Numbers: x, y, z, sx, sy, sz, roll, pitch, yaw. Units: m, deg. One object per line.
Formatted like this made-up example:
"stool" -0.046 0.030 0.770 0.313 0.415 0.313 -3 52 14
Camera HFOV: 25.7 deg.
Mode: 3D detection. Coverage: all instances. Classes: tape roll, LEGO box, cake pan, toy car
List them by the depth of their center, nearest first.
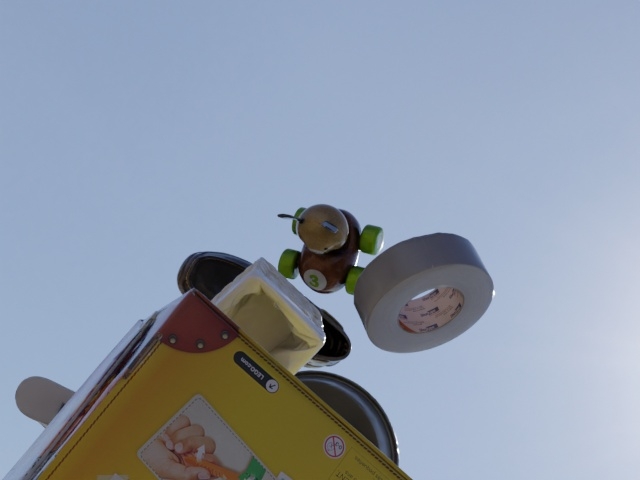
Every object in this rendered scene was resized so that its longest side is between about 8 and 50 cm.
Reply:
"LEGO box" -0.074 0.354 1.318 0.500 0.372 0.193 42 -23 -8
"cake pan" -0.023 0.350 2.233 0.293 0.293 0.054 37 0 17
"tape roll" 0.165 0.086 2.256 0.219 0.219 0.072 94 -21 -48
"toy car" 0.000 0.000 2.328 0.155 0.149 0.188 14 -12 19

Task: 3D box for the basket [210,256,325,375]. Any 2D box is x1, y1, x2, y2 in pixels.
"basket" -0.085 0.112 1.533 0.167 0.103 0.113 -43 -83 13

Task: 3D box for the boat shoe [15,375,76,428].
"boat shoe" -0.381 0.311 2.323 0.268 0.096 0.088 23 -13 3

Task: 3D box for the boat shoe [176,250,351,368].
"boat shoe" -0.086 0.116 2.487 0.355 0.132 0.130 28 -16 -27
